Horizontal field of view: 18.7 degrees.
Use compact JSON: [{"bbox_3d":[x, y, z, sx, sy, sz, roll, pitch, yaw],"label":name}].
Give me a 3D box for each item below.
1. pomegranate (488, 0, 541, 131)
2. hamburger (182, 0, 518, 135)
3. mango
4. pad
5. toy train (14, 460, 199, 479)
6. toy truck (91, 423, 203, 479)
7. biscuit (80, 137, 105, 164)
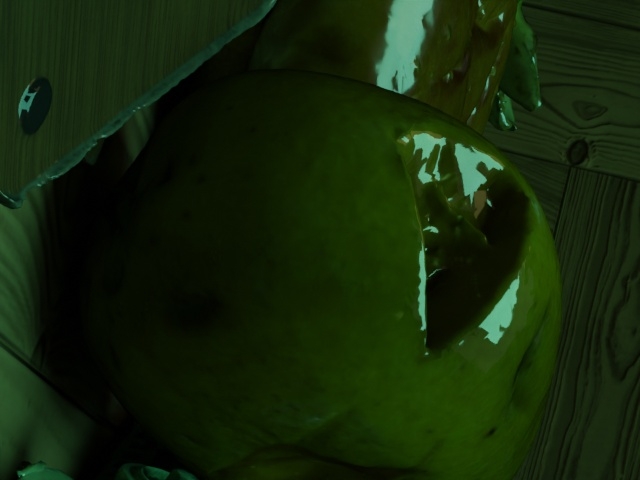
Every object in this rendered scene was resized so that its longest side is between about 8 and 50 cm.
[{"bbox_3d":[0.092,-0.205,1.438,0.211,0.263,0.211,-34,180,0],"label":"pomegranate"},{"bbox_3d":[0.016,-0.111,1.222,0.290,0.170,0.314,-33,139,-62],"label":"hamburger"},{"bbox_3d":[0.014,0.048,1.052,0.365,0.253,0.182,54,37,-56],"label":"mango"},{"bbox_3d":[-0.066,-0.186,0.820,0.284,0.018,0.286,-46,149,-54],"label":"pad"},{"bbox_3d":[-0.050,0.204,0.913,0.116,0.285,0.177,-58,164,6],"label":"toy train"},{"bbox_3d":[-0.074,0.180,1.239,0.305,0.136,0.162,-52,146,-69],"label":"toy truck"},{"bbox_3d":[-0.105,-0.093,0.877,0.119,0.019,0.130,-53,155,-62],"label":"biscuit"}]
